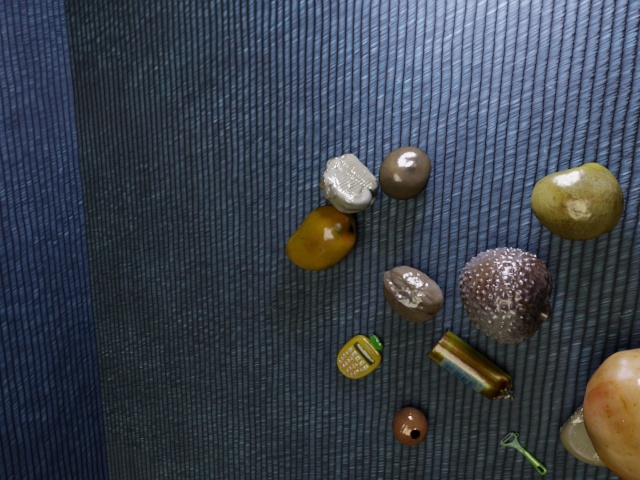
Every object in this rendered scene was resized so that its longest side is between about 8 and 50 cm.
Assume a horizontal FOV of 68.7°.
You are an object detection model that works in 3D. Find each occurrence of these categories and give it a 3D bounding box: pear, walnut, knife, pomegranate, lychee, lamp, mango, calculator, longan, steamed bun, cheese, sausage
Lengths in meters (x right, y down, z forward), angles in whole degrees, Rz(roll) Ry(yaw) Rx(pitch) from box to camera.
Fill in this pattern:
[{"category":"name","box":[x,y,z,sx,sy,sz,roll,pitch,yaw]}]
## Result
[{"category":"pear","box":[0.734,-0.101,1.339,0.229,0.188,0.211,-21,79,28]},{"category":"walnut","box":[0.312,0.183,1.629,0.230,0.178,0.178,40,115,20]},{"category":"knife","box":[0.710,0.736,1.619,0.166,0.023,0.078,41,122,15]},{"category":"pomegranate","box":[0.932,0.477,1.254,0.412,0.411,0.411,6,103,25]},{"category":"lychee","box":[0.560,0.168,1.432,0.300,0.300,0.300,6,103,25]},{"category":"lamp","box":[0.332,0.689,1.735,0.136,0.136,0.136,6,103,25]},{"category":"mango","box":[0.000,0.000,1.742,0.317,0.173,0.211,-36,83,34]},{"category":"calculator","box":[0.156,0.451,1.832,0.146,0.032,0.235,48,118,10]},{"category":"longan","box":[0.281,-0.224,1.560,0.187,0.167,0.167,-45,79,13]},{"category":"steamed bun","box":[0.088,-0.181,1.652,0.218,0.211,0.144,42,140,11]},{"category":"cheese","box":[0.871,0.626,1.480,0.203,0.091,0.175,26,110,18]},{"category":"sausage","box":[0.527,0.437,1.601,0.317,0.117,0.125,35,89,13]}]
